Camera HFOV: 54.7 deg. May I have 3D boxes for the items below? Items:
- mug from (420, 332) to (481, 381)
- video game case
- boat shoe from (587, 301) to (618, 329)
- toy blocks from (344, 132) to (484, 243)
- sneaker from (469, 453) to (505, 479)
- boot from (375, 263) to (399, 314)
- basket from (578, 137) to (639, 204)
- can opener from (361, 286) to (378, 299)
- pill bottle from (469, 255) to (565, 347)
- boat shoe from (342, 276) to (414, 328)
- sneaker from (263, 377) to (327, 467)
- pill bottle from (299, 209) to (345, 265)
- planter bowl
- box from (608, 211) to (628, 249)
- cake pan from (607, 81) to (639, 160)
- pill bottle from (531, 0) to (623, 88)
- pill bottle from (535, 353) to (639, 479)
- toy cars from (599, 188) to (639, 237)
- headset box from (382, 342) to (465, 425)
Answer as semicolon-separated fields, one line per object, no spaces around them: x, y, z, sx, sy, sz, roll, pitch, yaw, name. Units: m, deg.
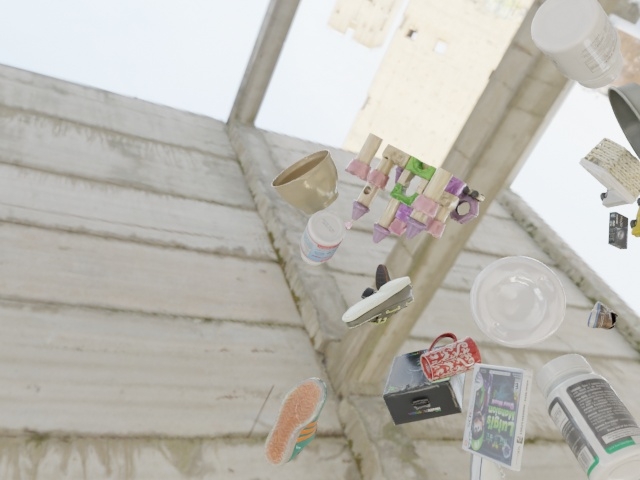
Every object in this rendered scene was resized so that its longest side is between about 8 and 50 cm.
0.414;0.385;2.020;0.170;0.113;0.150;-16;-163;-13;mug
0.326;0.322;1.156;0.022;0.173;0.190;13;169;-11;video game case
0.798;0.221;1.744;0.066;0.066;0.183;18;-164;27;boat shoe
0.229;-0.091;1.673;0.289;0.260;0.309;33;-170;30;toy blocks
0.465;0.640;1.722;0.091;0.094;0.257;6;-110;10;sneaker
0.297;0.196;2.569;0.106;0.219;0.082;-13;-174;-33;boot
0.835;-0.198;1.741;0.167;0.103;0.113;30;-163;-27;basket
0.160;0.229;2.106;0.073;0.059;0.186;12;-143;20;can opener
0.377;0.108;1.189;0.160;0.160;0.283;34;-171;15;pill bottle
0.194;0.213;1.971;0.305;0.109;0.091;-28;-80;-39;boat shoe
-0.055;0.505;1.760;0.108;0.302;0.121;38;-160;26;sneaker
0.000;0.000;1.430;0.087;0.160;0.087;4;-114;-10;pill bottle
-0.023;-0.131;1.497;0.109;0.162;0.162;59;-160;-20;planter bowl
0.748;-0.024;1.554;0.067;0.083;0.018;17;165;-37;box
0.819;-0.273;1.552;0.293;0.054;0.293;51;-159;-28;cake pan
0.539;-0.404;1.275;0.229;0.131;0.131;18;-155;-48;pill bottle
0.807;0.529;1.845;0.204;0.204;0.361;12;-145;-25;pill bottle
1.018;-0.122;1.975;0.087;0.176;0.393;43;-160;-21;toy cars
0.368;0.508;2.176;0.131;0.247;0.283;67;-157;-13;headset box
